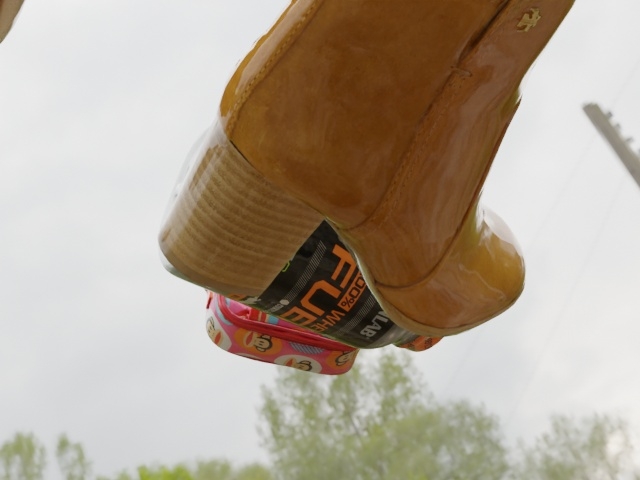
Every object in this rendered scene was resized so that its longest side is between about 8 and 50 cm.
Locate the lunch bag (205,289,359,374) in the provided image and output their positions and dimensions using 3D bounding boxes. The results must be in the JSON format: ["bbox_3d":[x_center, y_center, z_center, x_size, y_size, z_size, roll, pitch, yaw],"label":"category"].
[{"bbox_3d":[-0.050,0.030,1.590,0.258,0.293,0.120,13,-37,-8],"label":"lunch bag"}]

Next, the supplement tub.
[{"bbox_3d":[0.000,0.000,1.246,0.316,0.194,0.193,23,-49,-22],"label":"supplement tub"}]

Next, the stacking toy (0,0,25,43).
[{"bbox_3d":[-0.442,-0.161,0.680,0.480,0.350,0.351,-50,-9,-40],"label":"stacking toy"}]

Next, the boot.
[{"bbox_3d":[0.074,-0.056,0.591,0.295,0.104,0.211,6,-48,-47],"label":"boot"}]
